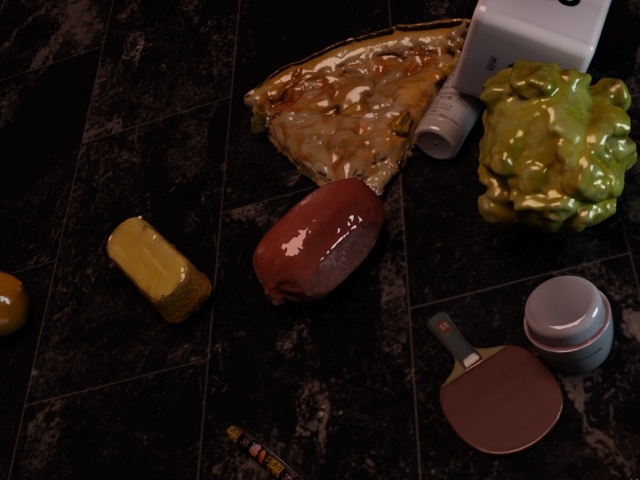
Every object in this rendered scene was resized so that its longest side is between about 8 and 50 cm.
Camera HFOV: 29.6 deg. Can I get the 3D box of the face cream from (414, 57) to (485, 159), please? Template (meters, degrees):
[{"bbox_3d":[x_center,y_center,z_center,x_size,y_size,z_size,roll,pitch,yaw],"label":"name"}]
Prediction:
[{"bbox_3d":[0.250,-0.256,2.061,0.082,0.082,0.269,10,54,36],"label":"face cream"}]

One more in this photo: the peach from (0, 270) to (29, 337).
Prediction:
[{"bbox_3d":[-0.582,0.110,2.119,0.138,0.138,0.138,-15,43,15],"label":"peach"}]

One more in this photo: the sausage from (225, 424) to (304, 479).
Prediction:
[{"bbox_3d":[-0.077,0.311,1.716,0.028,0.025,0.198,-41,42,-17],"label":"sausage"}]

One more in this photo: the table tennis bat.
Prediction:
[{"bbox_3d":[0.224,0.189,1.676,0.154,0.021,0.274,-32,43,-4],"label":"table tennis bat"}]

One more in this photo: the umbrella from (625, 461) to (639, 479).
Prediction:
[{"bbox_3d":[0.415,0.266,1.461,0.080,0.071,0.224,26,55,12],"label":"umbrella"}]

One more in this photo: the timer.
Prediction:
[{"bbox_3d":[0.343,-0.334,1.956,0.195,0.194,0.192,21,55,5],"label":"timer"}]

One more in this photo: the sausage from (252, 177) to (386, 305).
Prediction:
[{"bbox_3d":[0.000,0.000,1.898,0.254,0.148,0.148,-44,43,-17],"label":"sausage"}]

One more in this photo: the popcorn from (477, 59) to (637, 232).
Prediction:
[{"bbox_3d":[0.347,-0.127,1.778,0.242,0.235,0.250,5,78,7],"label":"popcorn"}]

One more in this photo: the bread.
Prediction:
[{"bbox_3d":[-0.272,0.051,2.037,0.102,0.094,0.245,-47,43,-6],"label":"bread"}]

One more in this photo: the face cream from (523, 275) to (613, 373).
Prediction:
[{"bbox_3d":[0.334,0.113,1.627,0.117,0.104,0.117,-15,44,15],"label":"face cream"}]

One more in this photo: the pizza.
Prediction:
[{"bbox_3d":[0.037,-0.257,2.183,0.392,0.080,0.435,12,54,37],"label":"pizza"}]
